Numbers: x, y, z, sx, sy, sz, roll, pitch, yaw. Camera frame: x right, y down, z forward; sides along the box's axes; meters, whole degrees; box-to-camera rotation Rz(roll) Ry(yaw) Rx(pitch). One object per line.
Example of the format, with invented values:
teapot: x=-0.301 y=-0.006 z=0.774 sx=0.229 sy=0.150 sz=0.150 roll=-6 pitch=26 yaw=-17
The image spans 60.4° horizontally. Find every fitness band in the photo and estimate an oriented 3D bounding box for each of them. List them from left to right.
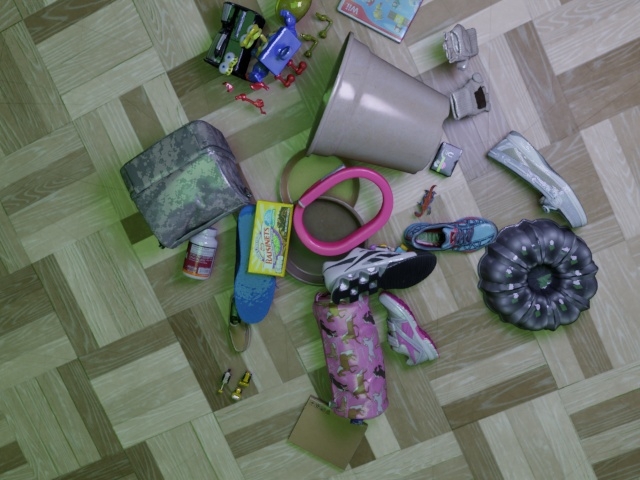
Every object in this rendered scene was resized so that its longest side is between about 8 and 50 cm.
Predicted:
fitness band: x=0.061 y=-0.081 z=1.505 sx=0.290 sy=0.054 sz=0.209 roll=-34 pitch=108 yaw=15

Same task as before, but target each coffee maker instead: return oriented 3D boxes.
coffee maker: x=-0.221 y=-0.555 z=1.552 sx=0.171 sy=0.120 sz=0.178 roll=19 pitch=101 yaw=-25

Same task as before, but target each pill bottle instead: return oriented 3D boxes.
pill bottle: x=-0.355 y=0.034 z=1.637 sx=0.085 sy=0.086 sz=0.152 roll=16 pitch=97 yaw=4

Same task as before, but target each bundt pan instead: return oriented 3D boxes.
bundt pan: x=0.612 y=0.106 z=1.522 sx=0.330 sy=0.124 sz=0.331 roll=1 pitch=97 yaw=5

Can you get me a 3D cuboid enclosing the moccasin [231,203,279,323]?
moccasin: x=-0.184 y=0.067 z=1.612 sx=0.137 sy=0.117 sz=0.343 roll=4 pitch=93 yaw=-6

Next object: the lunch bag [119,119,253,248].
lunch bag: x=-0.370 y=-0.146 z=1.542 sx=0.305 sy=0.212 sz=0.256 roll=-28 pitch=81 yaw=8

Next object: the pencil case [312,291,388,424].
pencil case: x=0.086 y=0.322 z=1.589 sx=0.160 sy=0.167 sz=0.387 roll=-5 pitch=97 yaw=42

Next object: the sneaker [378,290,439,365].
sneaker: x=0.235 y=0.263 z=1.591 sx=0.111 sy=0.103 sz=0.252 roll=-35 pitch=91 yaw=7

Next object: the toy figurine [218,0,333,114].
toy figurine: x=-0.085 y=-0.499 z=1.436 sx=0.191 sy=0.217 sz=0.363 roll=39 pitch=92 yaw=-28

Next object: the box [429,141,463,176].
box: x=0.353 y=-0.227 z=1.546 sx=0.062 sy=0.052 sz=0.083 roll=24 pitch=97 yaw=3

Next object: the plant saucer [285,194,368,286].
plant saucer: x=0.000 y=0.000 z=1.593 sx=0.277 sy=0.041 sz=0.278 roll=2 pitch=109 yaw=5

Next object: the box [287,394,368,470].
box: x=0.021 y=0.593 z=1.693 sx=0.201 sy=0.021 sz=0.165 roll=27 pitch=99 yaw=2

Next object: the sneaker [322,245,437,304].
sneaker: x=0.160 y=0.064 z=1.524 sx=0.330 sy=0.146 sz=0.123 roll=-11 pitch=132 yaw=-17

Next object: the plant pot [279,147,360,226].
plant pot: x=-0.002 y=-0.158 z=1.604 sx=0.236 sy=0.032 sz=0.237 roll=1 pitch=97 yaw=6

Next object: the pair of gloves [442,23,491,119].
pair of gloves: x=0.391 y=-0.447 z=1.451 sx=0.042 sy=0.204 sz=0.240 roll=-3 pitch=102 yaw=39

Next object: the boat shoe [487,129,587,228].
boat shoe: x=0.597 y=-0.153 z=1.501 sx=0.103 sy=0.118 sz=0.320 roll=-41 pitch=87 yaw=15

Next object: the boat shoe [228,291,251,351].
boat shoe: x=-0.254 y=0.250 z=1.657 sx=0.068 sy=0.072 sz=0.190 roll=-6 pitch=96 yaw=7

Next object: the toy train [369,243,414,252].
toy train: x=0.194 y=0.065 z=1.604 sx=0.166 sy=0.046 sz=0.125 roll=-4 pitch=106 yaw=5

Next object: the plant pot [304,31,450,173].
plant pot: x=0.155 y=-0.327 z=1.447 sx=0.305 sy=0.334 sz=0.334 roll=19 pitch=98 yaw=-8

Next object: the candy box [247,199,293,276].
candy box: x=-0.139 y=-0.006 z=1.537 sx=0.105 sy=0.027 sz=0.206 roll=7 pitch=94 yaw=-2

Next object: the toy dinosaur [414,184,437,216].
toy dinosaur: x=0.294 y=-0.108 z=1.562 sx=0.047 sy=0.090 sz=0.082 roll=22 pitch=67 yaw=18

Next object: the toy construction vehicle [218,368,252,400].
toy construction vehicle: x=-0.265 y=0.439 z=1.704 sx=0.085 sy=0.035 sz=0.098 roll=19 pitch=101 yaw=-7

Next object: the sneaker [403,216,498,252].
sneaker: x=0.367 y=-0.004 z=1.533 sx=0.261 sy=0.125 sz=0.104 roll=-7 pitch=96 yaw=7

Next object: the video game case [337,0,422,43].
video game case: x=0.201 y=-0.723 z=1.520 sx=0.204 sy=0.025 sz=0.285 roll=28 pitch=99 yaw=2
